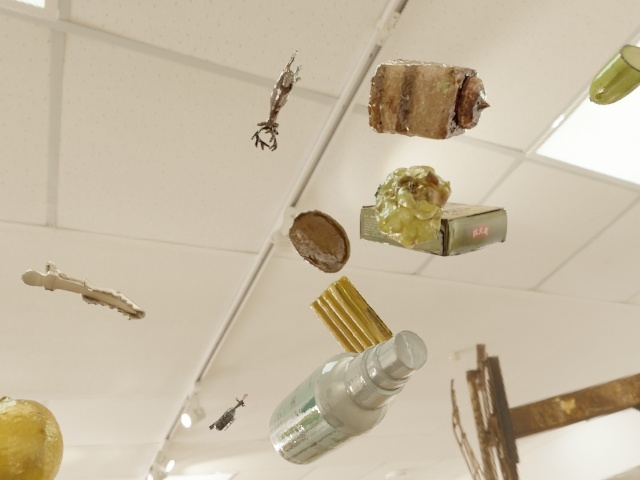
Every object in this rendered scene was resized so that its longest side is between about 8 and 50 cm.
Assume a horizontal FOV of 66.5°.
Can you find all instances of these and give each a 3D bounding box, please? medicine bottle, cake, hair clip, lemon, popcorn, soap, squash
[{"bbox_3d":[0.033,0.218,0.675,0.110,0.110,0.352,7,-36,-23],"label":"medicine bottle"},{"bbox_3d":[0.295,-0.368,1.298,0.198,0.292,0.197,-26,-51,-51],"label":"cake"},{"bbox_3d":[-0.434,0.095,0.925,0.225,0.072,0.034,20,-73,-8],"label":"hair clip"},{"bbox_3d":[-0.644,0.445,1.026,0.188,0.257,0.188,-22,-34,-16],"label":"lemon"},{"bbox_3d":[0.286,-0.111,1.498,0.215,0.287,0.252,32,-34,-19],"label":"popcorn"},{"bbox_3d":[0.124,0.311,1.863,0.096,0.325,0.204,-31,-12,-43],"label":"soap"},{"bbox_3d":[0.873,-0.471,1.439,0.122,0.123,0.187,2,-28,-17],"label":"squash"}]

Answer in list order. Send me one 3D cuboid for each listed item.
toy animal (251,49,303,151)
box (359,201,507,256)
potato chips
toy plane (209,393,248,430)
[{"bbox_3d":[-0.132,-0.428,1.495,0.087,0.260,0.244,20,-28,1],"label":"toy animal"},{"bbox_3d":[0.416,-0.059,1.832,0.372,0.420,0.139,-9,-76,-39],"label":"box"},{"bbox_3d":[0.000,0.000,1.441,0.201,0.049,0.150,35,-89,-1],"label":"potato chips"},{"bbox_3d":[-0.264,0.505,1.427,0.145,0.037,0.060,-45,5,-18],"label":"toy plane"}]
